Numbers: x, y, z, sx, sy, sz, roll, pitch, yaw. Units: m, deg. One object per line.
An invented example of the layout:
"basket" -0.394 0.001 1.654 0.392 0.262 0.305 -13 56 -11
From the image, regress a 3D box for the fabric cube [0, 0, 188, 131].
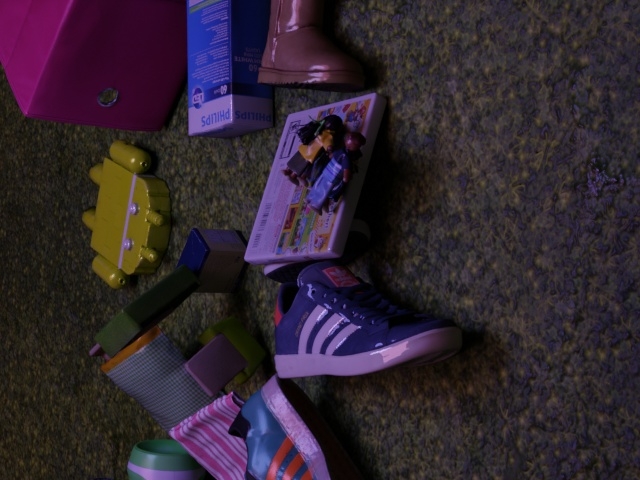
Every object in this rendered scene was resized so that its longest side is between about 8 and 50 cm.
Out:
"fabric cube" -0.356 -0.361 2.186 0.258 0.254 0.259 -60 44 31

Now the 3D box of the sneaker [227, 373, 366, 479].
"sneaker" -0.022 0.321 1.776 0.121 0.108 0.302 -44 51 13

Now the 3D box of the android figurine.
"android figurine" -0.331 -0.041 2.308 0.273 0.056 0.248 33 114 52

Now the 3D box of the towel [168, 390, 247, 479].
"towel" -0.128 0.299 1.952 0.144 0.029 0.197 46 138 -8

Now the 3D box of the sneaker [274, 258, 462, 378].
"sneaker" 0.042 0.094 1.709 0.350 0.131 0.148 -11 84 54

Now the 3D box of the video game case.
"video game case" -0.009 -0.079 1.816 0.206 0.026 0.227 -6 62 54

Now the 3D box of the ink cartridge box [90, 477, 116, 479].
"ink cartridge box" -0.332 0.518 2.293 0.206 0.045 0.208 -3 88 54

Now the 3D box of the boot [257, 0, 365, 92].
"boot" -0.011 -0.341 1.841 0.236 0.089 0.269 14 98 54

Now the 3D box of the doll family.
"doll family" 0.010 -0.105 1.719 0.111 0.076 0.193 -52 38 10

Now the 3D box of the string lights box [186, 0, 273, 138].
"string lights box" -0.138 -0.291 2.025 0.133 0.077 0.259 -7 83 55

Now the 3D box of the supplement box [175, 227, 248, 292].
"supplement box" -0.160 0.031 2.037 0.056 0.083 0.083 55 131 41

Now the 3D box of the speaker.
"speaker" -0.247 0.467 2.106 0.131 0.131 0.296 9 96 54

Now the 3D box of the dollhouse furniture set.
"dollhouse furniture set" -0.252 0.205 2.029 0.197 0.151 0.301 49 135 0

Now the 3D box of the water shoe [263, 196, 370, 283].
"water shoe" 0.000 0.000 1.842 0.203 0.073 0.080 -28 48 44
